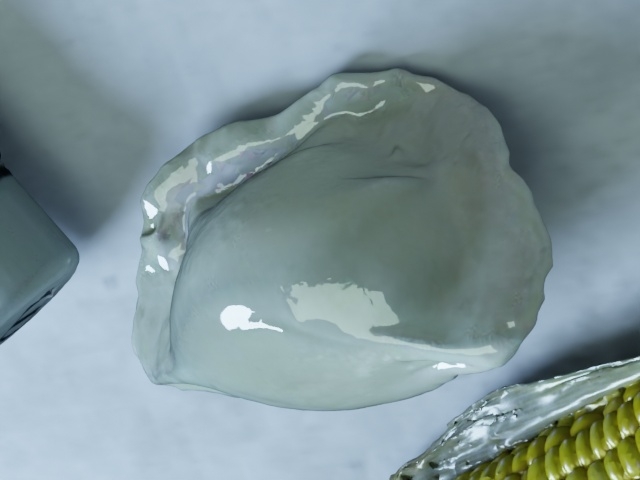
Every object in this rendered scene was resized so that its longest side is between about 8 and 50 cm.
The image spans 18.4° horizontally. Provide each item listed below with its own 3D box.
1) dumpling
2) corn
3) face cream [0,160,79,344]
[{"bbox_3d":[0.000,0.000,0.886,0.229,0.124,0.151,-8,76,31],"label":"dumpling"},{"bbox_3d":[0.133,0.131,0.912,0.305,0.122,0.123,-32,131,32],"label":"corn"},{"bbox_3d":[-0.246,-0.079,0.950,0.314,0.089,0.143,48,121,3],"label":"face cream"}]
